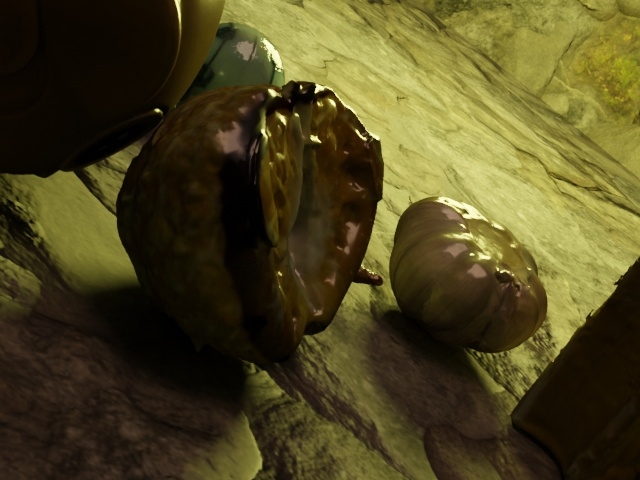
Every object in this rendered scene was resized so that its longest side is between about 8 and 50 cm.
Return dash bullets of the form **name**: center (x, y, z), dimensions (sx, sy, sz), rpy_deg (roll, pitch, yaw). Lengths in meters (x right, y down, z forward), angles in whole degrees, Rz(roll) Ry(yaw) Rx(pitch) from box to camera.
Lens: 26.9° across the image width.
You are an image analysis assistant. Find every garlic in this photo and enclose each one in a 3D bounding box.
- **garlic**: center (0.182, 0.052, 1.704), dimensions (0.228, 0.152, 0.228), rpy_deg (33, 26, -19)

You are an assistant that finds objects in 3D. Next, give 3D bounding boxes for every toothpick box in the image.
- **toothpick box**: center (-0.293, -0.266, 1.326), dimensions (0.409, 0.409, 0.425), rpy_deg (29, 22, -16)

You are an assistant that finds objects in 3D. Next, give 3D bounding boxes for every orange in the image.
- **orange**: center (-0.082, -0.021, 1.355), dimensions (0.210, 0.271, 0.368), rpy_deg (-5, 8, 22)

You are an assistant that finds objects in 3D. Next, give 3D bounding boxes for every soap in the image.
- **soap**: center (0.439, 0.139, 1.639), dimensions (0.169, 0.339, 0.304), rpy_deg (48, 25, 27)

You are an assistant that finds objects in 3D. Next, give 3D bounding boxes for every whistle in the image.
- **whistle**: center (-0.121, -0.205, 1.801), dimensions (0.163, 0.163, 0.290), rpy_deg (27, 21, -20)

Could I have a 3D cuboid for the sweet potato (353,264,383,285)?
- **sweet potato**: center (0.000, 0.000, 1.675), dimensions (0.050, 0.050, 0.214), rpy_deg (11, 29, -48)
